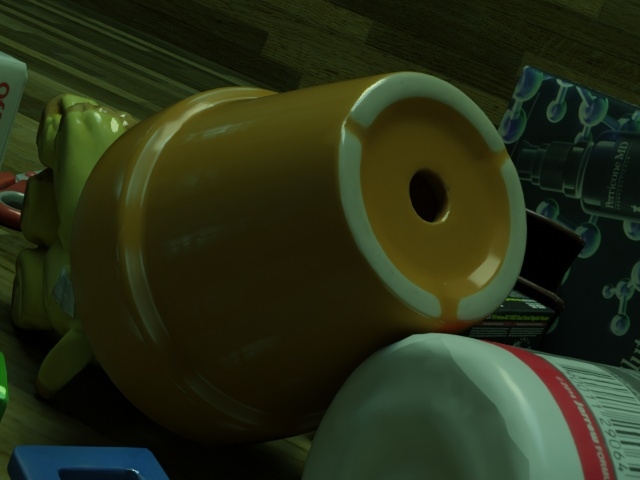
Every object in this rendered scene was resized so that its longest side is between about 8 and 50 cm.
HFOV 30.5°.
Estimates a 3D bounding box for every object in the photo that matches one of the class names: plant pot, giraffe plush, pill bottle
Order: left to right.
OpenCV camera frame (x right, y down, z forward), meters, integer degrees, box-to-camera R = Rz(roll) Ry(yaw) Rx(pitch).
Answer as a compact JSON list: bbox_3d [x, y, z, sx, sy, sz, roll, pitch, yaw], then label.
[{"bbox_3d":[-0.097,0.009,0.768,0.170,0.181,0.210,7,25,-24],"label":"giraffe plush"},{"bbox_3d":[0.000,0.000,0.633,0.205,0.205,0.188,12,-20,-37],"label":"plant pot"},{"bbox_3d":[0.160,0.155,0.594,0.318,0.176,0.176,14,14,-33],"label":"pill bottle"}]

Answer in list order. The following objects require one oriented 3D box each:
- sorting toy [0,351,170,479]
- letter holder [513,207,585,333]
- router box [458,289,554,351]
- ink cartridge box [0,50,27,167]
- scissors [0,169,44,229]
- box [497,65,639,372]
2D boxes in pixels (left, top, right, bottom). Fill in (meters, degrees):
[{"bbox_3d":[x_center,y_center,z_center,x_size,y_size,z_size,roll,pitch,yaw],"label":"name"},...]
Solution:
[{"bbox_3d":[-0.196,0.100,0.362,0.196,0.047,0.347,37,22,33],"label":"sorting toy"},{"bbox_3d":[0.048,0.005,0.939,0.301,0.152,0.214,23,-16,8],"label":"letter holder"},{"bbox_3d":[0.093,0.077,0.751,0.038,0.092,0.122,30,13,33],"label":"router box"},{"bbox_3d":[-0.341,-0.092,0.887,0.086,0.148,0.203,27,12,32],"label":"ink cartridge box"},{"bbox_3d":[-0.296,-0.062,1.140,0.109,0.021,0.297,18,14,-7],"label":"scissors"},{"bbox_3d":[0.320,0.049,1.071,0.212,0.294,0.395,13,14,-36],"label":"box"}]
